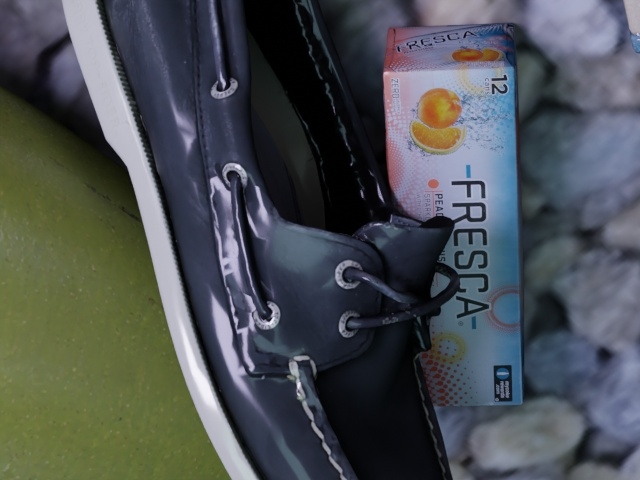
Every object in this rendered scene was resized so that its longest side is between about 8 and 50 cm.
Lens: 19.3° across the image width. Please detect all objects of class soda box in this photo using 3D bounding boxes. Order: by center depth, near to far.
[{"bbox_3d":[0.066,-0.011,0.905,0.063,0.058,0.183,-1,118,6],"label":"soda box"}]

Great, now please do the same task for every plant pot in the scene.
[{"bbox_3d":[-0.171,0.043,0.861,0.293,0.275,0.275,19,119,-23],"label":"plant pot"}]

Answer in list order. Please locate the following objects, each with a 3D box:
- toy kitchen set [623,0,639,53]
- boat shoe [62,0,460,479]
[{"bbox_3d":[0.223,-0.133,0.765,0.207,0.166,0.122,-13,115,12],"label":"toy kitchen set"},{"bbox_3d":[0.002,-0.001,0.822,0.113,0.127,0.340,-26,78,28],"label":"boat shoe"}]
